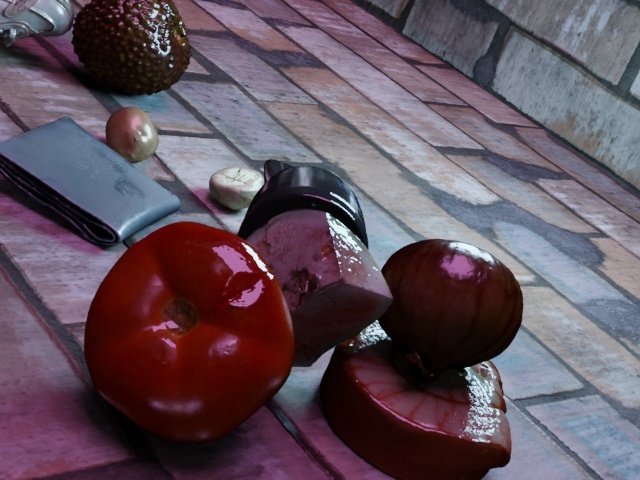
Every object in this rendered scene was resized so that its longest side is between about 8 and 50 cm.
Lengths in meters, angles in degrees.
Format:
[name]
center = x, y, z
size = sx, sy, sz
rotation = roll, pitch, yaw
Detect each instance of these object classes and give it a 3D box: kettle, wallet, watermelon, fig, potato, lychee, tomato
[kettle]
center = 0.000, 0.000, 2.004
size = 0.321, 0.228, 0.324
rotation = 46, 15, -14
[wallet]
center = -0.420, -0.108, 1.975
size = 0.290, 0.054, 0.251
rotation = 35, 26, 8
[watermelon]
center = -0.055, 0.091, 1.638
size = 0.224, 0.305, 0.180
rotation = 55, 29, -3
[fig]
center = 0.192, 0.102, 1.674
size = 0.235, 0.214, 0.235
rotation = 1, 5, 0
[potato]
center = -0.385, -0.215, 2.209
size = 0.112, 0.112, 0.147
rotation = 9, 21, -28
[lychee]
center = -0.439, -0.459, 2.512
size = 0.268, 0.267, 0.267
rotation = 19, 24, -9
[tomato]
center = -0.177, 0.128, 1.483
size = 0.299, 0.298, 0.226
rotation = 28, -8, 12

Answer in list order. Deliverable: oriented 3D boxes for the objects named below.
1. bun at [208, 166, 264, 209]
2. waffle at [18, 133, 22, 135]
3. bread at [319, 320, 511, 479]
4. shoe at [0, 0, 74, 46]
[bun]
center = -0.169, -0.101, 2.202
size = 0.115, 0.069, 0.115
rotation = 0, 30, 0
[waffle]
center = -0.541, -0.183, 2.110
size = 0.085, 0.016, 0.078
rotation = 4, 34, -36
[bread]
center = 0.151, 0.242, 1.714
size = 0.295, 0.114, 0.327
rotation = 20, 24, -2
[shoe]
center = -0.730, -0.495, 2.403
size = 0.351, 0.198, 0.172
rotation = 15, -19, -12
